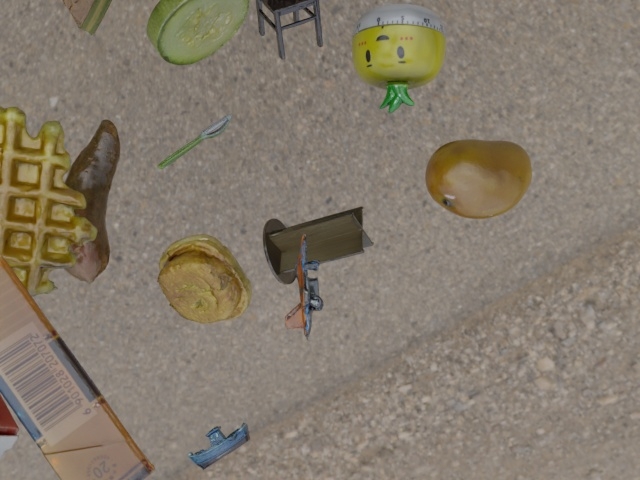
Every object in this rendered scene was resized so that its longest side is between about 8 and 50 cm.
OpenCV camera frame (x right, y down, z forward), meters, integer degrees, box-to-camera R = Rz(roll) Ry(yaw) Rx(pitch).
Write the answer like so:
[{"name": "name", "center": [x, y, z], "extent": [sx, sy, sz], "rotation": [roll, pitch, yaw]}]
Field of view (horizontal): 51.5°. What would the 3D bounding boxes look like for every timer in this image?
[{"name": "timer", "center": [0.214, -0.485, 1.831], "extent": [0.285, 0.285, 0.285], "rotation": [-6, 130, -8]}]

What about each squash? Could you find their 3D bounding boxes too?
[{"name": "squash", "center": [-0.274, -0.504, 1.523], "extent": [0.252, 0.049, 0.252], "rotation": [-33, 167, -9]}]

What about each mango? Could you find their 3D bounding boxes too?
[{"name": "mango", "center": [0.347, -0.132, 1.419], "extent": [0.254, 0.175, 0.139], "rotation": [-5, 168, -19]}]

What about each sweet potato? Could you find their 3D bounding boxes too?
[{"name": "sweet potato", "center": [-0.399, -0.069, 1.128], "extent": [0.097, 0.292, 0.097], "rotation": [1, 163, 0]}]

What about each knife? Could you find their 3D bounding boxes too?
[{"name": "knife", "center": [-0.246, -0.196, 1.323], "extent": [0.184, 0.022, 0.026], "rotation": [-37, 105, -14]}]

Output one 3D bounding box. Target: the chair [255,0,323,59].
[{"name": "chair", "center": [-0.058, -0.405, 1.029], "extent": [0.084, 0.101, 0.212], "rotation": [-24, 141, -16]}]

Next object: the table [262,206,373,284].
[{"name": "table", "center": [0.000, 0.000, 1.588], "extent": [0.226, 0.167, 0.167], "rotation": [-15, 132, 21]}]

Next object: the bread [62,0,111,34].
[{"name": "bread", "center": [-0.415, -0.472, 1.270], "extent": [0.139, 0.074, 0.084], "rotation": [-30, 93, 4]}]

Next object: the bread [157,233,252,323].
[{"name": "bread", "center": [-0.275, 0.099, 1.584], "extent": [0.198, 0.120, 0.236], "rotation": [-20, 115, 27]}]

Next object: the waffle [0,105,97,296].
[{"name": "waffle", "center": [-0.422, -0.033, 0.773], "extent": [0.309, 0.065, 0.283], "rotation": [-37, 108, -3]}]

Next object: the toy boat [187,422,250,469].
[{"name": "toy boat", "center": [-0.208, 0.413, 1.353], "extent": [0.137, 0.061, 0.060], "rotation": [-35, 168, 5]}]

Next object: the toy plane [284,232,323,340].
[{"name": "toy plane", "center": [-0.020, 0.079, 1.158], "extent": [0.062, 0.188, 0.135], "rotation": [8, 163, 5]}]

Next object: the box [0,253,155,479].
[{"name": "box", "center": [-0.250, 0.138, 0.620], "extent": [0.070, 0.237, 0.152], "rotation": [-33, 176, -22]}]

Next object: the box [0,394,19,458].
[{"name": "box", "center": [-0.423, 0.236, 0.680], "extent": [0.182, 0.099, 0.133], "rotation": [-54, 143, 4]}]
